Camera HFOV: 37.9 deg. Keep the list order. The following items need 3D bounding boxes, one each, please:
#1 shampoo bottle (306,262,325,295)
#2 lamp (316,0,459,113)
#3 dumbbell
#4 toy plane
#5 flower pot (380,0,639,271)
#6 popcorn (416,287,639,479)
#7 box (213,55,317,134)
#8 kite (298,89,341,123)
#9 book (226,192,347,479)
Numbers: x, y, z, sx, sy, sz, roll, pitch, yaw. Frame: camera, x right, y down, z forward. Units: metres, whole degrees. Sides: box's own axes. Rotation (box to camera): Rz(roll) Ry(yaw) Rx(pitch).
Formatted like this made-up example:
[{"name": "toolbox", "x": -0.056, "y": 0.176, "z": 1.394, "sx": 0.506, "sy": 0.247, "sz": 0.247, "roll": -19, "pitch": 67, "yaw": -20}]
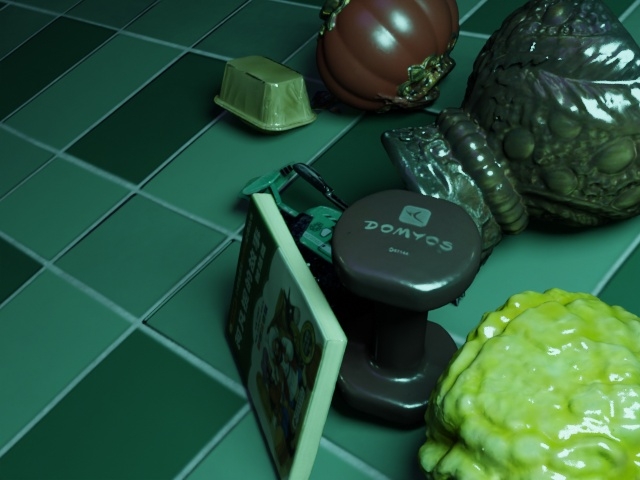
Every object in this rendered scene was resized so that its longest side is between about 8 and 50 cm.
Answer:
[{"name": "shampoo bottle", "x": -0.006, "y": 0.093, "z": 1.020, "sx": 0.049, "sy": 0.141, "sz": 0.034, "roll": -18, "pitch": 10, "yaw": 15}, {"name": "lamp", "x": 0.100, "y": -0.283, "z": 1.335, "sx": 0.226, "sy": 0.227, "sz": 0.227, "roll": -15, "pitch": 40, "yaw": 13}, {"name": "dumbbell", "x": 0.078, "y": 0.069, "z": 0.915, "sx": 0.140, "sy": 0.225, "sz": 0.124, "roll": 15, "pitch": 48, "yaw": 13}, {"name": "toy plane", "x": 0.000, "y": 0.000, "z": 1.152, "sx": 0.155, "sy": 0.106, "sz": 0.381, "roll": -33, "pitch": 38, "yaw": -19}, {"name": "flower pot", "x": 0.226, "y": -0.107, "z": 1.036, "sx": 0.267, "sy": 0.267, "sz": 0.267, "roll": -31, "pitch": 38, "yaw": 9}, {"name": "popcorn", "x": 0.193, "y": 0.169, "z": 0.788, "sx": 0.225, "sy": 0.174, "sz": 0.286, "roll": -6, "pitch": 45, "yaw": 5}, {"name": "box", "x": -0.087, "y": -0.219, "z": 1.443, "sx": 0.111, "sy": 0.111, "sz": 0.177, "roll": -40, "pitch": 44, "yaw": -18}, {"name": "kite", "x": 0.008, "y": -0.213, "z": 1.453, "sx": 0.122, "sy": 0.004, "sz": 0.090, "roll": -33, "pitch": 38, "yaw": -5}, {"name": "book", "x": -0.046, "y": 0.101, "z": 0.994, "sx": 0.027, "sy": 0.202, "sz": 0.264, "roll": -1, "pitch": 34, "yaw": -21}]
